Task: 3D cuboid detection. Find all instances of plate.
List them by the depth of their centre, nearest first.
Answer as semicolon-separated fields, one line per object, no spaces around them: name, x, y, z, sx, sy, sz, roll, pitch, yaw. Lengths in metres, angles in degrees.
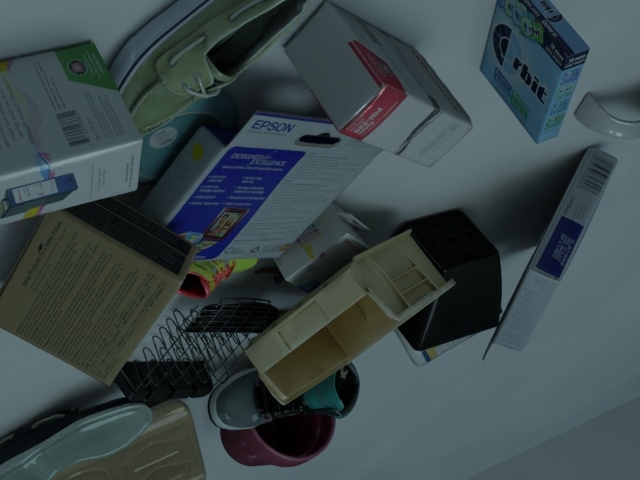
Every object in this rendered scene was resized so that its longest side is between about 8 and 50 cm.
plate;-0.187;-0.128;1.390;0.188;0.024;0.188;-23;152;-13

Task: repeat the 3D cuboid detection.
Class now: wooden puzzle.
wooden puzzle;-0.392;0.437;2.077;0.322;0.080;0.347;-23;147;-14

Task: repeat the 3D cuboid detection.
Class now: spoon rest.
spoon rest;0.576;-0.229;1.882;0.276;0.084;0.137;-13;148;-27

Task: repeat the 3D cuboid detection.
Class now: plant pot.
plant pot;0.215;0.055;1.923;0.187;0.188;0.167;-14;136;-27
plant pot;-0.101;0.358;2.111;0.201;0.201;0.180;-6;159;-38

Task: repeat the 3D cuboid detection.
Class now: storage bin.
storage bin;0.045;0.123;1.755;0.262;0.123;0.260;-39;172;29

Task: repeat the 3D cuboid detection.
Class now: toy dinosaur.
toy dinosaur;-0.050;0.043;1.803;0.082;0.090;0.047;-42;153;-64

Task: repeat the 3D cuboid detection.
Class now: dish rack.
dish rack;-0.205;0.175;1.825;0.208;0.074;0.271;5;135;-49

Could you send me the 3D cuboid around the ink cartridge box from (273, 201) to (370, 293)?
ink cartridge box;0.000;0.000;1.705;0.143;0.090;0.092;-36;152;9

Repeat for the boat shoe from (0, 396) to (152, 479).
boat shoe;-0.437;0.334;1.844;0.303;0.091;0.114;-23;133;-7

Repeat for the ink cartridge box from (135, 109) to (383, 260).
ink cartridge box;-0.081;-0.084;1.488;0.304;0.072;0.307;0;140;-49

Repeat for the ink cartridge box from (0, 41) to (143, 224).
ink cartridge box;-0.319;-0.111;1.154;0.212;0.154;0.093;-17;151;-25

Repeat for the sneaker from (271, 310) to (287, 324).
sneaker;-0.044;0.183;1.987;0.084;0.069;0.185;-43;147;23

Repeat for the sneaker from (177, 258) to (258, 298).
sneaker;-0.175;0.048;1.615;0.209;0.094;0.081;-8;144;-37

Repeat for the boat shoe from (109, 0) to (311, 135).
boat shoe;-0.137;-0.213;1.221;0.302;0.094;0.109;-43;149;22

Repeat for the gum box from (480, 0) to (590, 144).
gum box;0.293;-0.251;1.500;0.041;0.157;0.184;-22;151;-16

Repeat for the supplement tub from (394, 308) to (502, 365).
supplement tub;0.237;0.138;2.098;0.200;0.144;0.144;-31;152;0

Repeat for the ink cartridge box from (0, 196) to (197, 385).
ink cartridge box;-0.301;0.056;1.413;0.193;0.088;0.234;32;126;-10

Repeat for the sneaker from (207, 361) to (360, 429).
sneaker;-0.042;0.276;1.949;0.296;0.123;0.178;-11;177;-39

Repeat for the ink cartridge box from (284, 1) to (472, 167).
ink cartridge box;0.078;-0.196;1.385;0.092;0.158;0.218;-45;148;24

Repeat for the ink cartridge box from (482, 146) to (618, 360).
ink cartridge box;0.428;0.040;2.019;0.324;0.071;0.330;-57;167;-34
